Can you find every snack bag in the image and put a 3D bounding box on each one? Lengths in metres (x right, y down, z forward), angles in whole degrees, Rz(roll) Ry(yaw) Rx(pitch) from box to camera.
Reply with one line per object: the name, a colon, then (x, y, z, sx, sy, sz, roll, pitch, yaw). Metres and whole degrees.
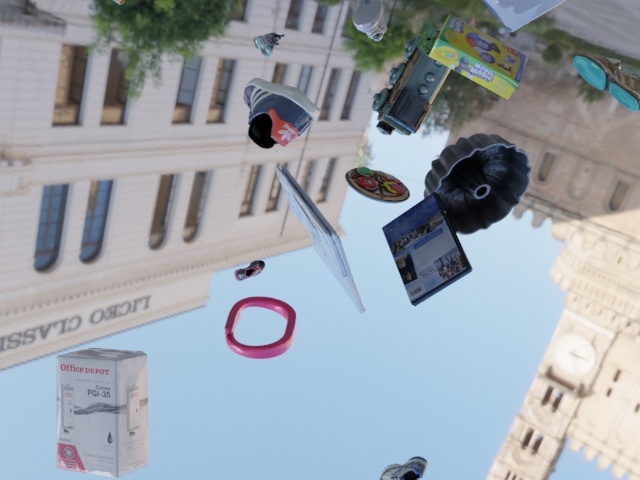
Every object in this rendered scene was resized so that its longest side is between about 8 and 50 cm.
snack bag: (0.000, 0.000, 1.863, 0.037, 0.342, 0.323, -30, -132, -8)

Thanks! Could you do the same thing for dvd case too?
dvd case: (0.268, 0.019, 1.791, 0.022, 0.180, 0.253, 28, -145, -46)

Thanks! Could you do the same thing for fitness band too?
fitness band: (-0.180, 0.262, 2.133, 0.209, 0.054, 0.290, 9, -154, 1)

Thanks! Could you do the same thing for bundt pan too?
bundt pan: (0.445, -0.179, 2.059, 0.331, 0.330, 0.124, 4, -142, -29)

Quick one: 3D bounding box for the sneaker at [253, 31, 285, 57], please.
sneaker: (-0.113, -0.466, 1.641, 0.069, 0.038, 0.098, -24, -139, -9)

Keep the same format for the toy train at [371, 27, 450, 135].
toy train: (0.270, -0.439, 1.944, 0.142, 0.333, 0.190, 31, -178, -18)

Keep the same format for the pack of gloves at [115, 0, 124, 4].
pack of gloves: (-0.540, -0.770, 2.035, 0.046, 0.195, 0.232, 33, -175, -36)

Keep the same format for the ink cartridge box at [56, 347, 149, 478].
ink cartridge box: (-0.537, 0.416, 1.719, 0.207, 0.282, 0.117, -1, 180, 27)

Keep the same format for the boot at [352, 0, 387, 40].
boot: (0.161, -0.652, 2.095, 0.095, 0.123, 0.258, -14, -144, 19)

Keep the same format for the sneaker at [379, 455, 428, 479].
sneaker: (0.188, 0.550, 1.628, 0.052, 0.135, 0.058, 46, -152, -11)

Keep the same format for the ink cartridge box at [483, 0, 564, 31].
ink cartridge box: (0.684, -0.819, 2.036, 0.151, 0.395, 0.270, 47, 151, -13)

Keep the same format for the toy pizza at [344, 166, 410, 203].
toy pizza: (0.170, -0.170, 2.056, 0.201, 0.032, 0.201, 13, -150, -7)

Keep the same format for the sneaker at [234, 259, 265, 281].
sneaker: (-0.207, 0.091, 2.155, 0.057, 0.047, 0.119, -17, -171, 46)

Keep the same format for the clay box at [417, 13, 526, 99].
clay box: (0.320, -0.397, 1.479, 0.222, 0.053, 0.127, 29, -135, -3)

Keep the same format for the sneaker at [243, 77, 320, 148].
sneaker: (-0.138, -0.308, 1.746, 0.131, 0.148, 0.350, 39, 175, -26)

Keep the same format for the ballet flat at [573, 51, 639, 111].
ballet flat: (0.649, -0.357, 1.539, 0.067, 0.073, 0.206, -31, -121, -9)
